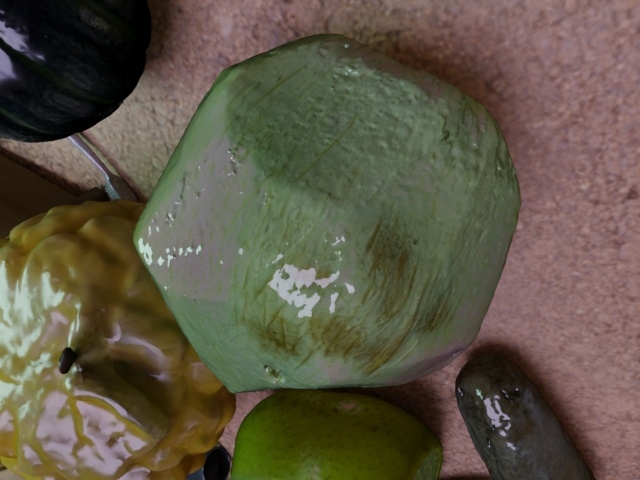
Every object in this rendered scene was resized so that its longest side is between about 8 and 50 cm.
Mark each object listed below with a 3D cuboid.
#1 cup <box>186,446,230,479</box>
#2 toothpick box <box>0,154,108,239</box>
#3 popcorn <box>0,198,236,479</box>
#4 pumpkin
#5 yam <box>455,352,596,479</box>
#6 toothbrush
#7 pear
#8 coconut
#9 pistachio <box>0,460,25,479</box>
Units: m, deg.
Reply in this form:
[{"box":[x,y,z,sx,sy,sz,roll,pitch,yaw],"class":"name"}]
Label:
[{"box":[-0.248,0.468,1.056,0.077,0.078,0.100,-11,85,34],"class":"cup"},{"box":[-0.499,-0.030,0.731,0.308,0.187,0.190,28,131,7],"class":"toothpick box"},{"box":[-0.233,0.120,0.621,0.348,0.381,0.349,1,93,15],"class":"popcorn"},{"box":[-0.285,-0.219,0.496,0.249,0.216,0.250,1,92,15],"class":"pumpkin"},{"box":[0.279,0.291,0.669,0.133,0.133,0.330,-21,110,33],"class":"yam"},{"box":[-0.354,-0.162,0.668,0.029,0.025,0.307,-17,116,41],"class":"toothbrush"},{"box":[0.012,0.358,0.771,0.317,0.238,0.343,17,135,26],"class":"pear"},{"box":[0.000,0.000,0.450,0.328,0.281,0.329,-3,103,-11],"class":"coconut"},{"box":[-0.769,0.554,1.280,0.299,0.188,0.187,-34,107,31],"class":"pistachio"}]
